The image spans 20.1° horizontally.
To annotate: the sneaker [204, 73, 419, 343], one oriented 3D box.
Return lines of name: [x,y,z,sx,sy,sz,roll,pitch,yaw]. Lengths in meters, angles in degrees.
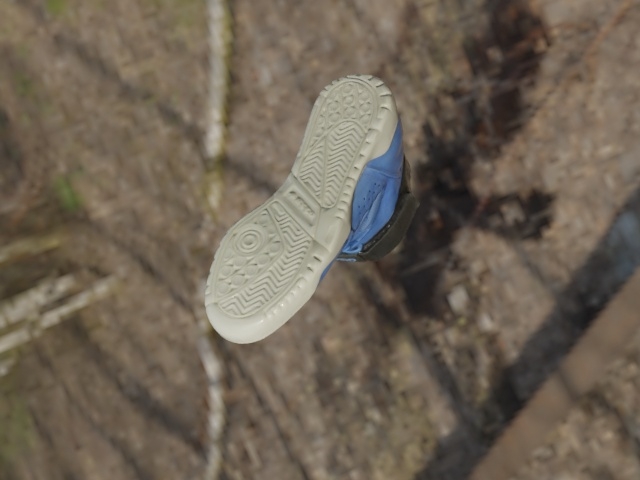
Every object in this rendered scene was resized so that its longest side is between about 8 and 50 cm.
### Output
sneaker: [0.001,0.000,0.888,0.058,0.152,0.084,14,152,26]
